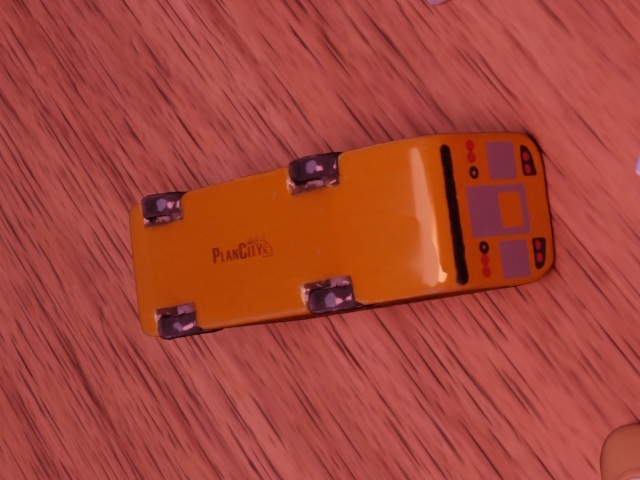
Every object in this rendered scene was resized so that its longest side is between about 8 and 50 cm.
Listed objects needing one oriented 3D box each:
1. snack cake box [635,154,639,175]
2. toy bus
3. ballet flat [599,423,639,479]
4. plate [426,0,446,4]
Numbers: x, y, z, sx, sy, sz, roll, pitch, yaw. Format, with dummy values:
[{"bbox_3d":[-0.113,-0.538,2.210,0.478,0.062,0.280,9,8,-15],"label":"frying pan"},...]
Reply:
[{"bbox_3d":[0.285,-0.136,1.024,0.089,0.152,0.264,39,122,41],"label":"snack cake box"},{"bbox_3d":[0.000,0.000,1.392,0.332,0.130,0.108,-12,85,50],"label":"toy bus"},{"bbox_3d":[0.230,0.200,1.182,0.232,0.073,0.080,51,128,35],"label":"ballet flat"},{"bbox_3d":[0.108,-0.335,1.300,0.278,0.045,0.277,-29,72,48],"label":"plate"}]
